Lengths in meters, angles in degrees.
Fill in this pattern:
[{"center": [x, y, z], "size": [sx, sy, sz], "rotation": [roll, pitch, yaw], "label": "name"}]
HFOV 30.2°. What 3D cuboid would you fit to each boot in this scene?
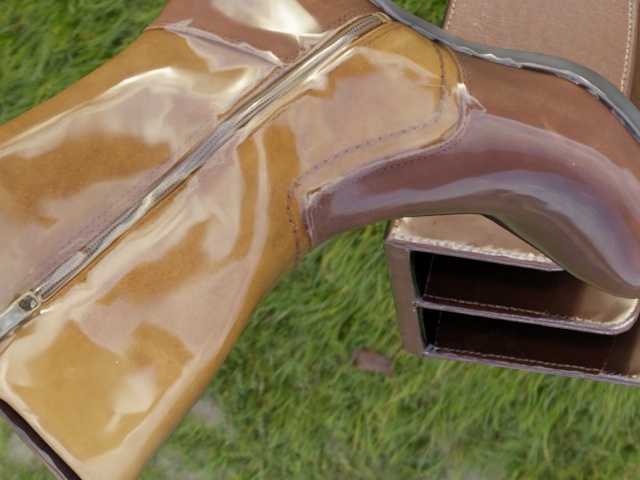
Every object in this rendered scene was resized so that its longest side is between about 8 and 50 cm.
[{"center": [0.000, 0.000, 0.489], "size": [0.264, 0.280, 0.096], "rotation": [44, 147, 0], "label": "boot"}]

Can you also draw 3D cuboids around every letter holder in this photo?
[{"center": [0.186, -0.069, 0.831], "size": [0.214, 0.301, 0.152], "rotation": [8, 149, 15], "label": "letter holder"}]
